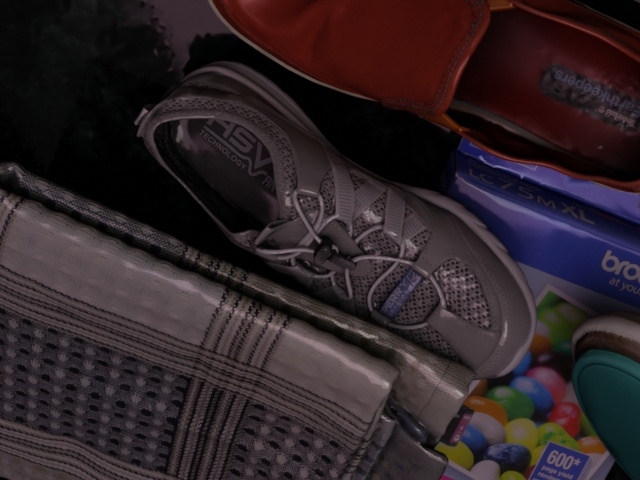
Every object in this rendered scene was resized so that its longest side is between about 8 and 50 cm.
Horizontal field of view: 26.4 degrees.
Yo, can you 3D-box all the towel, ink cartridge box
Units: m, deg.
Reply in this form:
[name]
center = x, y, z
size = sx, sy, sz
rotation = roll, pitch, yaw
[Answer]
[towel]
center = -0.091, 0.122, 0.890
size = 0.324, 0.056, 0.312
rotation = 23, 135, 0
[ink cartridge box]
center = 0.132, 0.069, 0.919
size = 0.186, 0.065, 0.311
rotation = 22, 110, -4

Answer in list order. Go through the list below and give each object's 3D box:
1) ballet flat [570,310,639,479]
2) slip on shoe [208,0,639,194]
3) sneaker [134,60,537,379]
[ballet flat]
center = 0.284, 0.156, 0.886
size = 0.139, 0.139, 0.400
rotation = -27, 121, 14
[slip on shoe]
center = 0.077, -0.118, 0.810
size = 0.331, 0.101, 0.123
rotation = 26, 106, 10
[sneaker]
center = 0.000, 0.000, 0.833
size = 0.281, 0.115, 0.105
rotation = 35, 115, 12
